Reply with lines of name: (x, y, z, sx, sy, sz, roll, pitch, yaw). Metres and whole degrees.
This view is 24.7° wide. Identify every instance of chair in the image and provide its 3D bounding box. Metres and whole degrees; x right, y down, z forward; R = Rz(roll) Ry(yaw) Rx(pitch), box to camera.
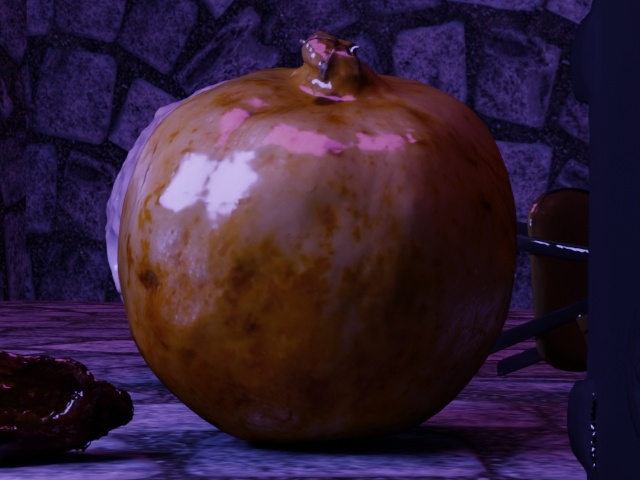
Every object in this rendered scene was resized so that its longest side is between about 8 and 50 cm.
chair: (0.199, 0.046, 1.143, 0.247, 0.172, 0.159, -9, -7, 38)

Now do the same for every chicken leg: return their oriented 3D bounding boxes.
chicken leg: (-0.197, 0.090, 0.740, 0.205, 0.053, 0.093, 8, -26, -18)

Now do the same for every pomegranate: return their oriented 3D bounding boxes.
pomegranate: (0.000, 0.000, 0.835, 0.248, 0.248, 0.248, 0, -1, 0)

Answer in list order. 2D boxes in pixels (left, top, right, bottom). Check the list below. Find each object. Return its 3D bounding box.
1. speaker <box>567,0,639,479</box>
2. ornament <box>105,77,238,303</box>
speaker: (0.205, -0.003, 0.558, 0.184, 0.232, 0.254, 2, 0, -5)
ornament: (-0.047, -0.014, 1.231, 0.259, 0.259, 0.225, 1, -23, -40)
